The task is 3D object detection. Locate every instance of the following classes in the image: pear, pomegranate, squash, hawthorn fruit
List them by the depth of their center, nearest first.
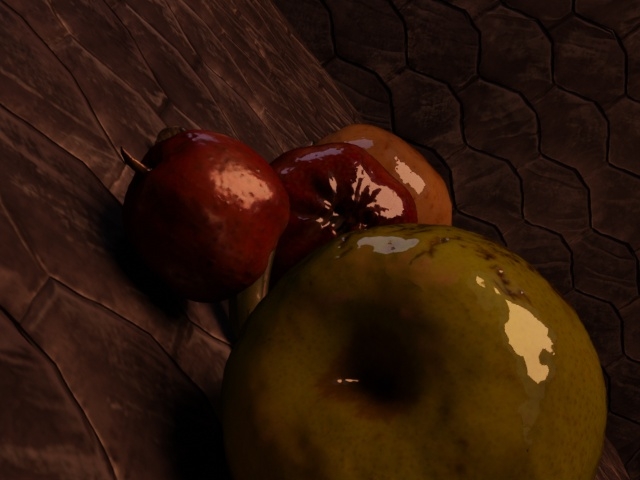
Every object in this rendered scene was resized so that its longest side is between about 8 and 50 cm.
[{"bbox_3d":[0.091,0.177,0.901,0.391,0.391,0.391,50,15,-19],"label":"pear"},{"bbox_3d":[-0.137,-0.036,1.002,0.200,0.179,0.179,34,23,-32],"label":"hawthorn fruit"},{"bbox_3d":[-0.081,0.052,1.107,0.052,0.052,0.183,22,72,-65],"label":"squash"},{"bbox_3d":[0.000,0.000,1.281,0.254,0.254,0.300,56,-13,5],"label":"hawthorn fruit"},{"bbox_3d":[0.075,-0.048,1.541,0.307,0.307,0.307,50,15,-19],"label":"pomegranate"}]

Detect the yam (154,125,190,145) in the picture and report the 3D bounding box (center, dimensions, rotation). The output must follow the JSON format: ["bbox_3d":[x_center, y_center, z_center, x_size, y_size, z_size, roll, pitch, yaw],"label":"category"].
[{"bbox_3d":[-0.146,-0.099,1.339,0.061,0.061,0.253,62,15,25],"label":"yam"}]

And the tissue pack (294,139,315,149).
[{"bbox_3d":[0.003,-0.100,1.766,0.170,0.090,0.103,53,14,-16],"label":"tissue pack"}]
